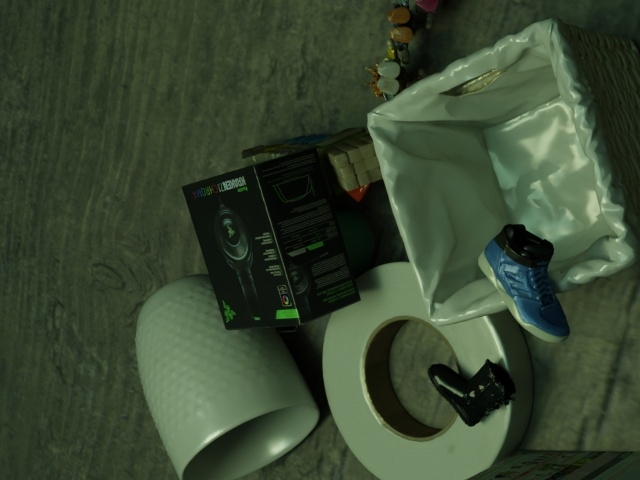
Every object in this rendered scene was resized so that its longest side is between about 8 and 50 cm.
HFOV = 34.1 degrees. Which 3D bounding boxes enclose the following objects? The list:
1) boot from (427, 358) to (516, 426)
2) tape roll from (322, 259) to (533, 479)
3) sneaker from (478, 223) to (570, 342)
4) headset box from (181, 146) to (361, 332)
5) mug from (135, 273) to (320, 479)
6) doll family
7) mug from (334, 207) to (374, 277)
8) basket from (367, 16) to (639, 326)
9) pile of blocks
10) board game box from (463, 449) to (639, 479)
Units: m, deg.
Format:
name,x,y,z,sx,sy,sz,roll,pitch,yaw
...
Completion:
name,x,y,z,sx,sy,sz,roll,pitch,yaw
boot,0.230,0.215,1.579,0.121,0.045,0.099,52,128,16
tape roll,0.167,0.224,1.714,0.392,0.072,0.391,6,99,41
sneaker,0.261,0.047,1.264,0.152,0.058,0.084,56,138,26
headset box,-0.083,0.012,1.730,0.246,0.131,0.283,-8,100,54
mug,-0.198,0.264,1.948,0.328,0.276,0.374,60,159,27
doll family,0.130,-0.309,1.638,0.118,0.163,0.262,7,101,9
mug,0.004,0.009,1.820,0.158,0.097,0.129,0,95,42
basket,0.296,-0.085,1.431,0.328,0.266,0.331,-24,78,41
pile of blocks,0.003,-0.117,1.802,0.362,0.149,0.112,4,117,51
board game box,0.355,0.370,1.459,0.303,0.224,0.097,-8,92,43
